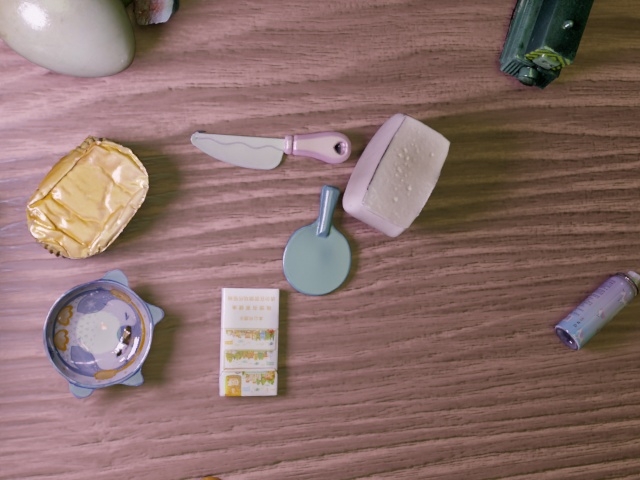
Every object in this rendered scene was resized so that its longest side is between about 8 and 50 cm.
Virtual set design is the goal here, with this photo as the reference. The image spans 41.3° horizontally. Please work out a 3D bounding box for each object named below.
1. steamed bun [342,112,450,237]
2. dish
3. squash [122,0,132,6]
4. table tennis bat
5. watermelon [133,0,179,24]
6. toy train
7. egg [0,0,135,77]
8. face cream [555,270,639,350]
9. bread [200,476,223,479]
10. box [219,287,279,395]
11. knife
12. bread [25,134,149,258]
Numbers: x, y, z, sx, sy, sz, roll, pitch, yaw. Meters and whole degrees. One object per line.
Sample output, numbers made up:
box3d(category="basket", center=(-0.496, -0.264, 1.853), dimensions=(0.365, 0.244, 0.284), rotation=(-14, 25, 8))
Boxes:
box3d(category="steamed bun", center=(0.152, -0.135, 1.768), dimensions=(0.146, 0.164, 0.241), rotation=(29, 81, -14))
box3d(category="dish", center=(-0.422, 0.186, 1.655), dimensions=(0.228, 0.086, 0.236), rotation=(42, 79, -11))
box3d(category="squash", center=(-0.401, -0.623, 1.681), dimensions=(0.087, 0.087, 0.331), rotation=(3, 87, -14))
box3d(category="table tennis bat", center=(0.000, 0.000, 1.794), dimensions=(0.149, 0.038, 0.237), rotation=(10, 91, -12))
box3d(category="watermelon", center=(-0.324, -0.504, 1.708), dimensions=(0.094, 0.081, 0.180), rotation=(9, 70, 2))
box3d(category="toy train", center=(0.517, -0.503, 1.864), dimensions=(0.138, 0.178, 0.330), rotation=(21, 82, -13))
box3d(category="egg", center=(-0.480, -0.420, 1.589), dimensions=(0.295, 0.218, 0.218), rotation=(37, 80, -22))
box3d(category="face cream", center=(0.640, 0.151, 1.931), dimensions=(0.229, 0.075, 0.075), rotation=(-39, 98, -11))
box3d(category="bread", center=(-0.232, 0.555, 1.706), dimensions=(0.149, 0.073, 0.122), rotation=(-44, 104, -9))
box3d(category="box", center=(-0.147, 0.208, 1.751), dimensions=(0.122, 0.032, 0.220), rotation=(2, 88, -14))
box3d(category="knife", center=(-0.102, -0.189, 1.779), dimensions=(0.336, 0.043, 0.081), rotation=(-1, 95, -8))
box3d(category="bread", center=(-0.449, -0.079, 1.629), dimensions=(0.179, 0.133, 0.250), rotation=(37, 81, -12))
